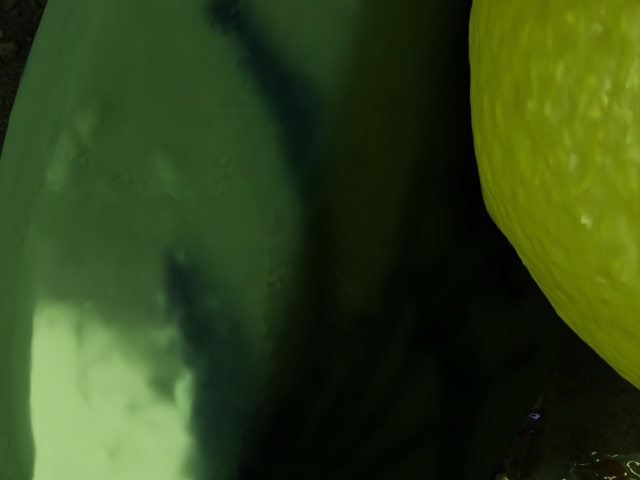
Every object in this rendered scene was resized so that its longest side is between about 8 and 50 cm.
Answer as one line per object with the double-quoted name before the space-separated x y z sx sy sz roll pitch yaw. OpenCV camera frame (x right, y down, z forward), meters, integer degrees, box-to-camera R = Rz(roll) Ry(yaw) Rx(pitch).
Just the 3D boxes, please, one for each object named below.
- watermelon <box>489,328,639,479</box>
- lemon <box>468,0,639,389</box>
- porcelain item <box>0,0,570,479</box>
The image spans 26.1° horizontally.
"watermelon" 0.122 0.000 0.684 0.224 0.180 0.305 89 164 -55
"lemon" 0.160 -0.047 0.396 0.288 0.233 0.233 -140 31 -65
"porcelain item" -0.002 -0.032 0.548 0.178 0.405 0.242 14 171 42
